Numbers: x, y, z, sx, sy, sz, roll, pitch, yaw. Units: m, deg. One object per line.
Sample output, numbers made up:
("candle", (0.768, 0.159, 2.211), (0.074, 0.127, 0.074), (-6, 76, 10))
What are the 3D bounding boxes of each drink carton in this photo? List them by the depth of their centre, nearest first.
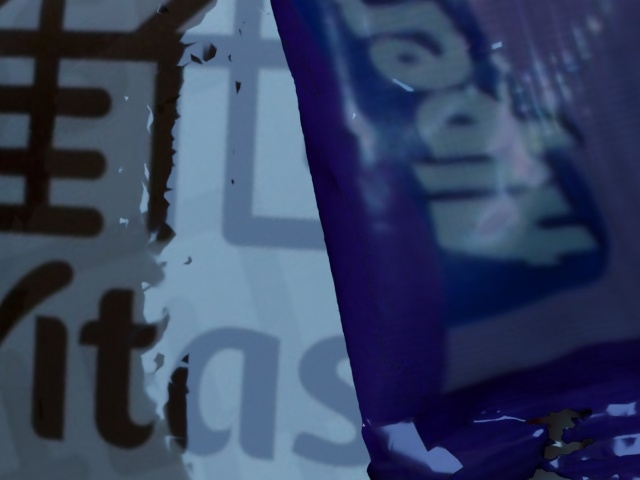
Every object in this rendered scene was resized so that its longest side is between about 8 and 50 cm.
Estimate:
("drink carton", (-0.001, 0.000, 0.531), (0.324, 0.132, 0.194), (-17, 83, 20))

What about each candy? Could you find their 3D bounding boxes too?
("candy", (0.043, -0.068, 0.400), (0.145, 0.070, 0.275), (-14, 103, 22))
